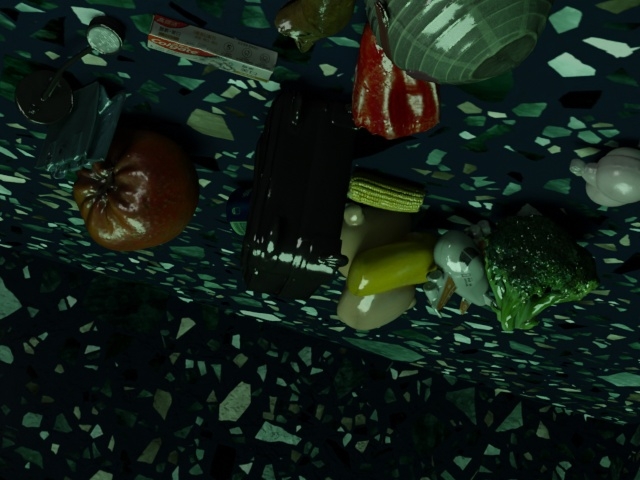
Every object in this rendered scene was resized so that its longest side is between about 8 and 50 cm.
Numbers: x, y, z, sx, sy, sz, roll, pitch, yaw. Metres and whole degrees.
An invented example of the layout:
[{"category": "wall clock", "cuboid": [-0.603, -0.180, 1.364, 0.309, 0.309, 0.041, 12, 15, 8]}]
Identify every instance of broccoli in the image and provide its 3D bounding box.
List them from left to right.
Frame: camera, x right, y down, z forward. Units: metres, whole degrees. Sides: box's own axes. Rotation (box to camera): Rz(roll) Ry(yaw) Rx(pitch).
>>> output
[{"category": "broccoli", "cuboid": [0.457, 0.069, 2.179, 0.265, 0.245, 0.294, 27, -152, 20]}]

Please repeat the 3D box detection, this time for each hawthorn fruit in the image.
[{"category": "hawthorn fruit", "cuboid": [-0.380, -0.110, 2.224, 0.277, 0.277, 0.298, 1, -177, 33]}]

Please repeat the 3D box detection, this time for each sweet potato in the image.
[{"category": "sweet potato", "cuboid": [-0.004, -0.350, 1.430, 0.112, 0.085, 0.286, 17, 163, 0]}]

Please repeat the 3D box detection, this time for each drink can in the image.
[{"category": "drink can", "cuboid": [-0.116, -0.068, 2.383, 0.204, 0.118, 0.118, 1, 160, 35]}]

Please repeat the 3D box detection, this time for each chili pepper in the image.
[{"category": "chili pepper", "cuboid": [0.123, -0.264, 1.597, 0.144, 0.136, 0.253, 36, 161, 17]}]

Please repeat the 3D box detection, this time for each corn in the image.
[{"category": "corn", "cuboid": [0.140, -0.101, 2.185, 0.165, 0.063, 0.085, 12, 139, -4]}]

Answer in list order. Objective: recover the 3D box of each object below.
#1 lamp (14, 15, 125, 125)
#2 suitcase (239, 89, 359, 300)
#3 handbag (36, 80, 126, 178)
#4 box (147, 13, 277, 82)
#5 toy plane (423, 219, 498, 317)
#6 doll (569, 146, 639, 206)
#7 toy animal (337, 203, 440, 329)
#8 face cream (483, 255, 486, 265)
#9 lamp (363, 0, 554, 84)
[{"category": "lamp", "cuboid": [-0.459, -0.338, 1.892, 0.130, 0.109, 0.371, 31, 144, -16]}, {"category": "suitcase", "cuboid": [-0.041, -0.076, 1.909, 0.188, 0.345, 0.339, 9, 164, -7]}, {"category": "handbag", "cuboid": [-0.490, -0.218, 2.066, 0.062, 0.179, 0.229, 24, 162, -34]}, {"category": "box", "cuboid": [-0.183, -0.323, 1.730, 0.218, 0.040, 0.055, 16, 164, -11]}, {"category": "toy plane", "cuboid": [0.330, 0.070, 2.294, 0.117, 0.245, 0.244, 30, 179, 43]}, {"category": "doll", "cuboid": [0.614, -0.084, 1.832, 0.365, 0.094, 0.160, 17, 171, -11]}, {"category": "toy animal", "cuboid": [0.140, 0.032, 2.396, 0.277, 0.247, 0.345, -27, 154, -16]}, {"category": "face cream", "cuboid": [0.448, 0.039, 2.405, 0.314, 0.089, 0.143, -9, 154, 26]}, {"category": "lamp", "cuboid": [0.162, -0.305, 1.233, 0.233, 0.233, 0.265, 7, 173, 19]}]
